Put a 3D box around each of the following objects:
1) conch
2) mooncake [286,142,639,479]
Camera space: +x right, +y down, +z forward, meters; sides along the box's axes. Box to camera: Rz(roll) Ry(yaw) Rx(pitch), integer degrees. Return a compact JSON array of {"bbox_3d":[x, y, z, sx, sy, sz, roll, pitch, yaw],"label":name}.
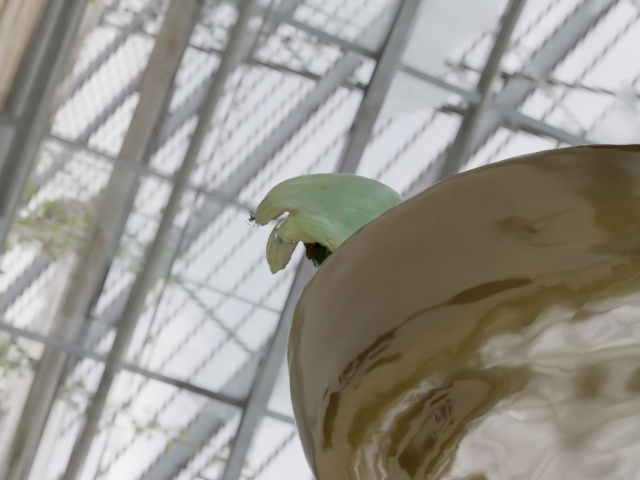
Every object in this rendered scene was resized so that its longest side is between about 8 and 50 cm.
[{"bbox_3d":[0.000,0.000,0.874,0.170,0.106,0.079,-7,113,-77],"label":"conch"},{"bbox_3d":[0.114,0.067,0.669,0.235,0.235,0.117,-59,-152,32],"label":"mooncake"}]
